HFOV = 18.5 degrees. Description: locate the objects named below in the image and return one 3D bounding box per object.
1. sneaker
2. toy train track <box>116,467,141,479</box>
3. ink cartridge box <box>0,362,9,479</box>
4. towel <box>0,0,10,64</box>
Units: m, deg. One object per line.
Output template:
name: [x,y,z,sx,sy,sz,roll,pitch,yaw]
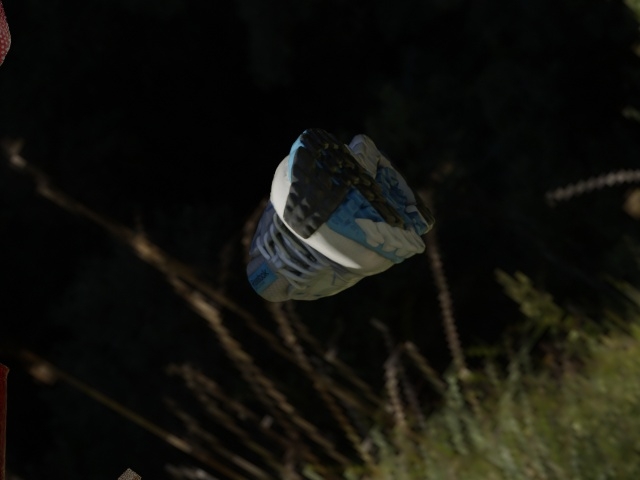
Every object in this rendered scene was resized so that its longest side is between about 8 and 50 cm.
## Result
sneaker: [0.000,0.000,0.889,0.083,0.071,0.191,-39,-6,8]
toy train track: [-0.069,0.089,0.517,0.083,0.014,0.048,-46,-10,-51]
ink cartridge box: [-0.304,0.124,0.981,0.130,0.272,0.309,-54,21,16]
towel: [-0.145,-0.133,0.464,0.029,0.197,0.144,-27,58,12]
